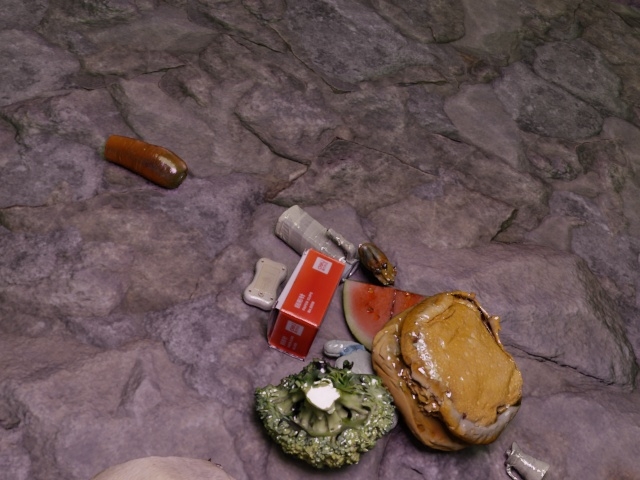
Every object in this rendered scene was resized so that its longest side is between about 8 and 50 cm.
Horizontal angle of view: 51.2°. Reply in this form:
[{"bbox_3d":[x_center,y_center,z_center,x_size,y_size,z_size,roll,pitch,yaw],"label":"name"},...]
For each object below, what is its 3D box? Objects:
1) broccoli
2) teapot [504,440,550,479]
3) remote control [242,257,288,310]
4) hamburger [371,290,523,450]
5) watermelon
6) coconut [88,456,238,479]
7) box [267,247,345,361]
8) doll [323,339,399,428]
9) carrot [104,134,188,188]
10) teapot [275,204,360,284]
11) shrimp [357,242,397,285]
[{"bbox_3d":[0.002,0.303,1.200,0.226,0.176,0.198,35,54,-7],"label":"broccoli"},{"bbox_3d":[0.393,0.436,1.293,0.083,0.057,0.067,37,79,21],"label":"teapot"},{"bbox_3d":[-0.117,0.093,1.428,0.074,0.032,0.122,21,49,0],"label":"remote control"},{"bbox_3d":[0.254,0.252,1.299,0.318,0.158,0.319,18,56,-28],"label":"hamburger"},{"bbox_3d":[0.149,0.151,1.427,0.145,0.137,0.193,13,44,-49],"label":"watermelon"},{"bbox_3d":[-0.247,0.473,0.873,0.346,0.346,0.360,42,44,18],"label":"coconut"},{"bbox_3d":[-0.032,0.127,1.359,0.099,0.133,0.182,23,50,4],"label":"box"},{"bbox_3d":[0.087,0.275,1.314,0.103,0.071,0.214,-26,63,-32],"label":"doll"},{"bbox_3d":[-0.401,-0.187,1.538,0.193,0.087,0.087,26,49,3],"label":"carrot"},{"bbox_3d":[0.000,0.000,1.491,0.200,0.107,0.077,39,46,15],"label":"teapot"},{"bbox_3d":[0.133,0.060,1.445,0.051,0.217,0.115,-45,103,1],"label":"shrimp"}]
